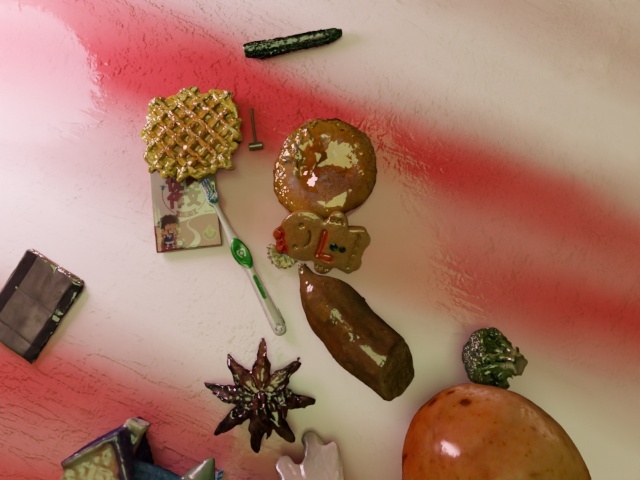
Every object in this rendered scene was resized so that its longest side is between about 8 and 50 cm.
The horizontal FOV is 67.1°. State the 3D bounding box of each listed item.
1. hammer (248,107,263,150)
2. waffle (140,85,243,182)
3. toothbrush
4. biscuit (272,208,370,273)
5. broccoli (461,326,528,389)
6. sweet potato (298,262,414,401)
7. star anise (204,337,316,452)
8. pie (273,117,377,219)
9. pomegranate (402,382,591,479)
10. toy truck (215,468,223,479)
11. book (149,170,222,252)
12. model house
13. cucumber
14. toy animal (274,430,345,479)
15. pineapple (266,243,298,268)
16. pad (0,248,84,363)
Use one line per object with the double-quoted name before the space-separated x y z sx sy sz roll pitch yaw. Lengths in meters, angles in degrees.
"hammer" -0.166 -0.279 1.208 0.035 0.019 0.110 -8 80 -1
"waffle" -0.313 -0.261 1.175 0.254 0.052 0.245 -6 76 -2
"toothbrush" -0.186 0.042 1.165 0.042 0.040 0.418 -27 93 -22
"biscuit" 0.000 0.000 1.141 0.225 0.036 0.166 20 114 -3
"broccoli" 0.400 0.274 1.113 0.162 0.137 0.146 31 72 -37
"sweet potato" 0.068 0.201 1.106 0.369 0.158 0.158 43 86 13
"star anise" -0.148 0.366 1.112 0.271 0.102 0.272 0 83 1
"pie" 0.009 -0.172 1.173 0.273 0.069 0.274 0 81 0
"pomegranate" 0.366 0.477 0.989 0.409 0.410 0.411 0 85 0
"toy truck" -0.220 0.610 1.116 0.074 0.063 0.136 6 82 20
"book" -0.332 -0.092 1.187 0.162 0.022 0.232 -6 86 -2
"model house" -0.396 0.539 1.039 0.312 0.245 0.280 21 78 0
"cucumber" -0.068 -0.495 1.210 0.256 0.043 0.044 -12 91 -2
"toy animal" -0.071 0.603 1.075 0.266 0.308 0.188 -5 124 17
"pineapple" -0.101 0.044 1.178 0.083 0.019 0.045 36 83 0
"pad" -0.701 0.155 1.166 0.174 0.022 0.233 33 87 2
